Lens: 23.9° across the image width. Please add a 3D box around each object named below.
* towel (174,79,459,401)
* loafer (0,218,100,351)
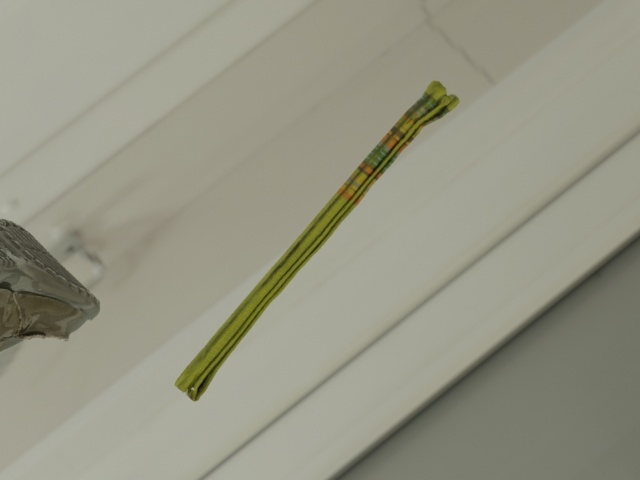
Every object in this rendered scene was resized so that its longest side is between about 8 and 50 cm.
[{"bbox_3d":[0.000,0.000,0.919,0.021,0.237,0.102,41,-176,3],"label":"towel"},{"bbox_3d":[-0.244,0.037,1.092,0.094,0.087,0.251,42,-177,20],"label":"loafer"}]
